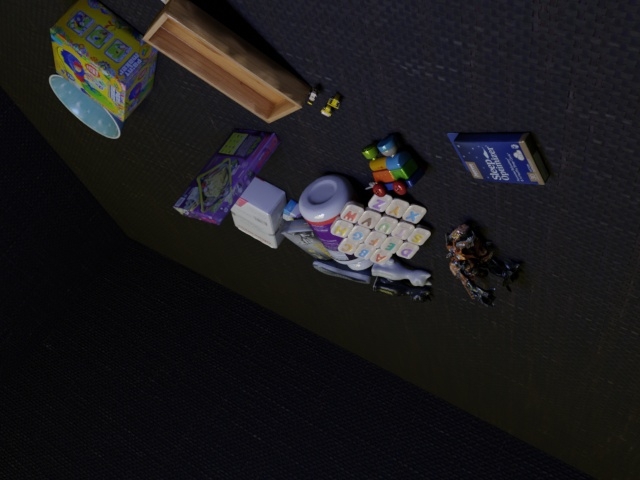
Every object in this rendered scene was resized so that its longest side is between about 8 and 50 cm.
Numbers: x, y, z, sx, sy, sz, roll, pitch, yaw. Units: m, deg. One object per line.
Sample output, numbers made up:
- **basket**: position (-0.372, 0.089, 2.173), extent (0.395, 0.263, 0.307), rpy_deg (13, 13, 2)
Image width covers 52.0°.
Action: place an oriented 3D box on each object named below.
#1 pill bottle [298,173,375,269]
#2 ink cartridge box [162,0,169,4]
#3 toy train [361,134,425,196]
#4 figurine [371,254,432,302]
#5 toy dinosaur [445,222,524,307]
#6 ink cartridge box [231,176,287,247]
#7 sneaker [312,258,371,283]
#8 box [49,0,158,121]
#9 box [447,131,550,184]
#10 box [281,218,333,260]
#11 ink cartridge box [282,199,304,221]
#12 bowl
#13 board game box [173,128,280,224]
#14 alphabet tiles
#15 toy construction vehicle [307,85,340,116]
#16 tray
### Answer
- **pill bottle**: position (0.074, -0.048, 2.104), extent (0.181, 0.181, 0.323), rpy_deg (15, 152, 41)
- **ink cartridge box**: position (-0.397, -0.685, 1.587), extent (0.203, 0.086, 0.148), rpy_deg (42, 158, -17)
- **toy train**: position (0.157, -0.202, 1.782), extent (0.143, 0.105, 0.248), rpy_deg (55, 153, -19)
- **figurine**: position (0.296, 0.139, 2.324), extent (0.209, 0.092, 0.215), rpy_deg (19, 154, 18)
- **toy dinosaur**: position (0.454, 0.073, 1.912), extent (0.218, 0.164, 0.322), rpy_deg (39, -178, 32)
- **ink cartridge box**: position (-0.235, -0.117, 2.505), extent (0.207, 0.117, 0.283), rpy_deg (29, 158, 15)
- **sneaker**: position (0.085, 0.048, 2.291), extent (0.226, 0.164, 0.086), rpy_deg (15, 171, -25)
- **box**: position (-0.693, -0.583, 2.124), extent (0.279, 0.177, 0.290), rpy_deg (36, 159, -6)
- **box**: position (0.401, -0.191, 1.519), extent (0.225, 0.036, 0.136), rpy_deg (11, 148, 49)
- **box**: position (0.000, 0.000, 2.386), extent (0.183, 0.056, 0.231), rpy_deg (-4, 149, 42)
- **ink cartridge box**: position (-0.074, -0.086, 2.423), extent (0.122, 0.052, 0.088), rpy_deg (32, 159, 5)
- **bowl**: position (-0.811, -0.540, 2.407), extent (0.311, 0.163, 0.311), rpy_deg (31, 159, 13)
- **board game box**: position (-0.296, -0.211, 2.083), extent (0.208, 0.347, 0.056), rpy_deg (13, 151, 46)
- **alphabet tiles**: position (0.181, -0.029, 1.972), extent (0.284, 0.021, 0.278), rpy_deg (18, 135, -18)
- **toy construction vehicle**: position (0.010, -0.371, 1.729), extent (0.085, 0.035, 0.098), rpy_deg (24, 162, -3)
- **tray**: position (-0.245, -0.468, 1.730), extent (0.410, 0.076, 0.202), rpy_deg (32, 162, -25)
